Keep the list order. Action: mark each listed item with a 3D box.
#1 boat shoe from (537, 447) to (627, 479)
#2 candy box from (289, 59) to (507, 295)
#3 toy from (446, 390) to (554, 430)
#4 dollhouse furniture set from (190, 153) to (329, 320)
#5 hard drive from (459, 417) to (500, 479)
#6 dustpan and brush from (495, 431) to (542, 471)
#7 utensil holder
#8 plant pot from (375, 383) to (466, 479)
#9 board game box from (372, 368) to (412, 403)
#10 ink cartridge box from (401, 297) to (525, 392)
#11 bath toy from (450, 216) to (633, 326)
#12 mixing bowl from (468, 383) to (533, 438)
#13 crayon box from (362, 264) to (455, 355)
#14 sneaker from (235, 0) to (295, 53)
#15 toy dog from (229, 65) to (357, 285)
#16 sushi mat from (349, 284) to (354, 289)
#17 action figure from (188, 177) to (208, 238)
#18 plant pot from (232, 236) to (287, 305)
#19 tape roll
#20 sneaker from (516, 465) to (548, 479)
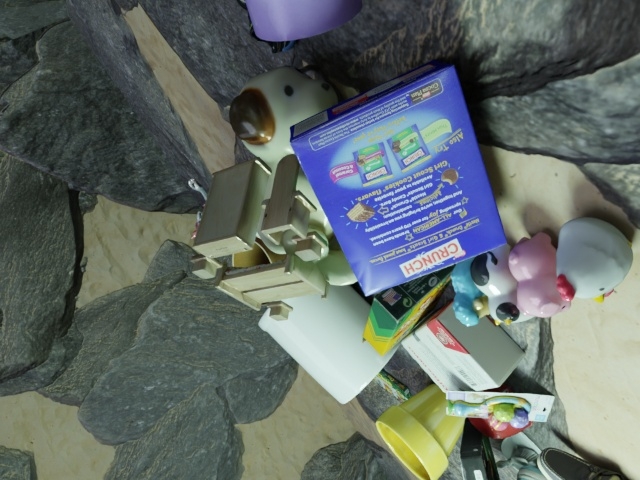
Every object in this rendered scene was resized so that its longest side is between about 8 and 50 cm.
[{"bbox_3d":[0.628,0.547,0.973,0.285,0.102,0.092,30,145,40],"label":"boat shoe"},{"bbox_3d":[0.133,-0.095,0.758,0.122,0.268,0.317,-92,-23,-64],"label":"candy box"},{"bbox_3d":[0.425,0.417,1.067,0.237,0.056,0.137,1,136,17],"label":"toy"},{"bbox_3d":[-0.064,0.011,0.903,0.303,0.174,0.355,-12,145,31],"label":"dollhouse furniture set"},{"bbox_3d":[0.442,0.643,1.209,0.339,0.064,0.237,8,-112,-69],"label":"hard drive"},{"bbox_3d":[0.569,0.636,1.289,0.147,0.060,0.211,47,159,17],"label":"dustpan and brush"},{"bbox_3d":[0.038,0.303,1.517,0.385,0.327,0.328,42,158,8],"label":"utensil holder"},{"bbox_3d":[0.354,0.621,1.478,0.254,0.239,0.254,45,158,24],"label":"plant pot"},{"bbox_3d":[0.294,0.614,1.904,0.259,0.030,0.136,24,142,53],"label":"board game box"},{"bbox_3d":[0.341,0.270,1.118,0.197,0.114,0.273,48,158,12],"label":"ink cartridge box"},{"bbox_3d":[0.353,0.073,0.752,0.151,0.129,0.348,42,159,-1],"label":"bath toy"},{"bbox_3d":[0.459,0.460,1.194,0.181,0.098,0.181,44,157,24],"label":"mixing bowl"},{"bbox_3d":[0.212,0.172,1.122,0.081,0.202,0.319,45,159,21],"label":"crayon box"},{"bbox_3d":[-0.133,-0.490,0.978,0.188,0.078,0.067,51,160,7],"label":"sneaker"},{"bbox_3d":[-0.038,-0.169,0.968,0.395,0.284,0.408,11,132,32],"label":"toy dog"},{"bbox_3d":[0.070,0.148,1.655,0.151,0.019,0.317,19,141,58],"label":"sushi mat"},{"bbox_3d":[-0.269,-0.097,1.487,0.248,0.370,0.276,34,151,39],"label":"action figure"},{"bbox_3d":[-0.140,0.078,1.578,0.237,0.254,0.237,18,116,41],"label":"plant pot"},{"bbox_3d":[-0.030,-0.406,0.729,0.189,0.189,0.080,35,154,41],"label":"tape roll"},{"bbox_3d":[0.623,0.750,1.112,0.318,0.208,0.127,22,144,36],"label":"sneaker"}]
